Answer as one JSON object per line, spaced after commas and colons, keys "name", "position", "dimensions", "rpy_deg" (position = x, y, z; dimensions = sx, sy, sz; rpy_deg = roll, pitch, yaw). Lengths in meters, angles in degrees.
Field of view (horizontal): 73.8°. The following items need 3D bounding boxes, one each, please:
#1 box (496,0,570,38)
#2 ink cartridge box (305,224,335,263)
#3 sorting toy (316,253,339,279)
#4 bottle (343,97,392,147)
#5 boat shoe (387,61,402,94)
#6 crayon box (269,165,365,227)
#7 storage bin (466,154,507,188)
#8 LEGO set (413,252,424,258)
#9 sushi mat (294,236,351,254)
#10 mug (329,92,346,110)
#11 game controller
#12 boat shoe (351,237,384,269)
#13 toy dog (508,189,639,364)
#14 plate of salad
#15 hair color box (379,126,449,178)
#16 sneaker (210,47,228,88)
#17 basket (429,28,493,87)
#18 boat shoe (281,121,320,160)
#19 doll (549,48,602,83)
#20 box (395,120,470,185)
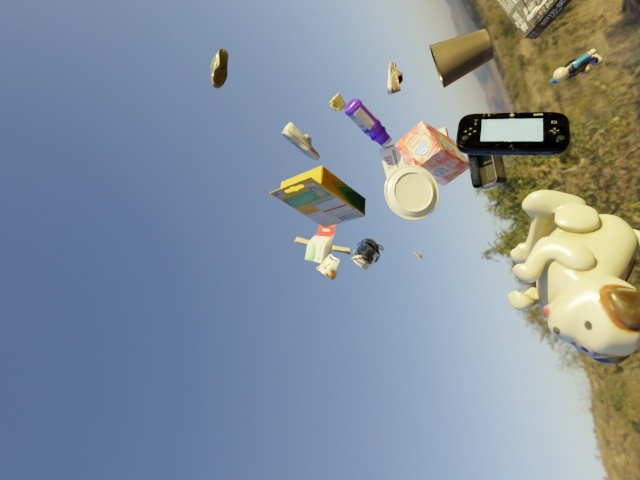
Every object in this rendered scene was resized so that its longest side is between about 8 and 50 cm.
{"name": "box", "position": [0.775, -0.940, 1.555], "dimensions": [0.077, 0.242, 0.307], "rpy_deg": [-11, -114, -29]}
{"name": "ink cartridge box", "position": [0.000, 0.000, 2.142], "dimensions": [0.056, 0.181, 0.224], "rpy_deg": [9, -91, -28]}
{"name": "sorting toy", "position": [0.031, 0.088, 1.536], "dimensions": [0.083, 0.075, 0.045], "rpy_deg": [31, 173, 38]}
{"name": "bottle", "position": [0.243, -0.585, 2.140], "dimensions": [0.283, 0.092, 0.118], "rpy_deg": [40, -177, -22]}
{"name": "boat shoe", "position": [0.343, -0.741, 1.951], "dimensions": [0.066, 0.066, 0.183], "rpy_deg": [64, -151, -64]}
{"name": "crayon box", "position": [-0.004, -0.166, 1.595], "dimensions": [0.323, 0.203, 0.083], "rpy_deg": [29, -124, -43]}
{"name": "storage bin", "position": [0.735, -0.326, 1.887], "dimensions": [0.084, 0.122, 0.180], "rpy_deg": [-2, -100, -36]}
{"name": "LEGO set", "position": [0.491, 0.071, 2.099], "dimensions": [0.054, 0.023, 0.083], "rpy_deg": [26, -175, -6]}
{"name": "sushi mat", "position": [0.012, 0.029, 2.355], "dimensions": [0.151, 0.317, 0.019], "rpy_deg": [-101, 24, -81]}
{"name": "mug", "position": [0.078, -0.626, 1.961], "dimensions": [0.064, 0.078, 0.062], "rpy_deg": [43, 177, -15]}
{"name": "game controller", "position": [0.590, -0.333, 1.322], "dimensions": [0.067, 0.319, 0.166], "rpy_deg": [58, -139, -59]}
{"name": "boat shoe", "position": [0.199, 0.044, 1.783], "dimensions": [0.113, 0.105, 0.306], "rpy_deg": [38, -171, 11]}
{"name": "toy dog", "position": [0.693, 0.118, 1.114], "dimensions": [0.407, 0.396, 0.284], "rpy_deg": [-70, -13, -45]}
{"name": "plate of salad", "position": [0.319, -0.167, 1.499], "dimensions": [0.048, 0.200, 0.199], "rpy_deg": [140, 109, -80]}
{"name": "hair color box", "position": [0.498, -0.441, 2.202], "dimensions": [0.105, 0.348, 0.173], "rpy_deg": [-14, -90, -67]}
{"name": "sneaker", "position": [-0.466, -0.767, 1.939], "dimensions": [0.064, 0.086, 0.192], "rpy_deg": [15, -105, -34]}
{"name": "basket", "position": [0.613, -0.802, 1.847], "dimensions": [0.154, 0.227, 0.204], "rpy_deg": [9, -117, -70]}
{"name": "boat shoe", "position": [-0.092, -0.543, 2.352], "dimensions": [0.268, 0.088, 0.096], "rpy_deg": [35, 174, -25]}
{"name": "doll", "position": [0.693, -0.470, 1.161], "dimensions": [0.189, 0.129, 0.046], "rpy_deg": [-26, -97, -29]}
{"name": "box", "position": [0.456, -0.340, 1.713], "dimensions": [0.300, 0.142, 0.154], "rpy_deg": [6, -128, -50]}
